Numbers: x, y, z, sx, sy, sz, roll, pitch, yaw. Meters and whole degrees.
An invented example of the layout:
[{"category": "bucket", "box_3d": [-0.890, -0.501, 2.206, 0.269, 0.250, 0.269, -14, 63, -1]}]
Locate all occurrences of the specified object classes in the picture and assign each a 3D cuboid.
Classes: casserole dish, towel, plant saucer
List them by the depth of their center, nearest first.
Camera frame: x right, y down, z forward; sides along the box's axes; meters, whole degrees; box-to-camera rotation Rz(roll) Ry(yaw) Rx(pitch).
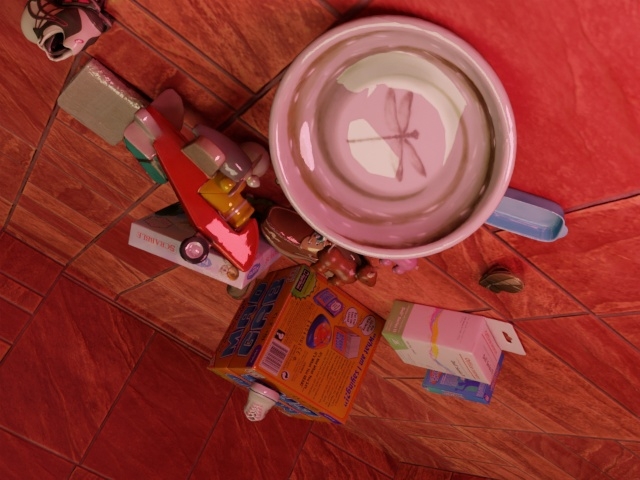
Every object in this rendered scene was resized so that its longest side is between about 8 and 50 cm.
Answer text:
[{"category": "plant saucer", "box_3d": [0.116, -0.166, 1.077, 0.400, 0.100, 0.401, 7, 115, 14]}, {"category": "casserole dish", "box_3d": [0.380, -0.056, 1.247, 0.188, 0.037, 0.114, 19, 155, 15]}, {"category": "towel", "box_3d": [-0.521, -0.328, 1.579, 0.187, 0.049, 0.282, 37, 153, -27]}]

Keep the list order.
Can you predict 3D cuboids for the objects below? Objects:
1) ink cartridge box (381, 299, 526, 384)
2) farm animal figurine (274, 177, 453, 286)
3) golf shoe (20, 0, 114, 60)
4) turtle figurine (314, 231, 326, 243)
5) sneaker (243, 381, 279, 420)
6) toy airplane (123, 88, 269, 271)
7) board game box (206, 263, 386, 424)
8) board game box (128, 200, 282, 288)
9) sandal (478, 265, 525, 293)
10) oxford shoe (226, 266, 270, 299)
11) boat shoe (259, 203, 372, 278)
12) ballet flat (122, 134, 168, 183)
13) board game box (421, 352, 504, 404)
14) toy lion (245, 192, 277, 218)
[{"category": "ink cartridge box", "box_3d": [0.377, 0.294, 1.850, 0.353, 0.119, 0.207, 7, 150, 36]}, {"category": "farm animal figurine", "box_3d": [0.117, -0.071, 1.266, 0.172, 0.330, 0.327, -19, 100, 55]}, {"category": "golf shoe", "box_3d": [-0.542, -0.425, 1.318, 0.272, 0.120, 0.105, 6, 151, 40]}, {"category": "turtle figurine", "box_3d": [0.007, -0.099, 1.442, 0.234, 0.118, 0.175, 78, 167, -74]}, {"category": "sneaker", "box_3d": [-0.182, 0.495, 1.963, 0.094, 0.091, 0.258, 24, 155, 6]}, {"category": "toy airplane", "box_3d": [-0.250, -0.162, 1.449, 0.386, 0.272, 0.384, 54, 164, 39]}, {"category": "board game box", "box_3d": [-0.078, 0.338, 2.100, 0.356, 0.357, 0.356, 36, 154, -20]}, {"category": "board game box", "box_3d": [-0.270, -0.010, 1.695, 0.318, 0.318, 0.066, 20, 113, 12]}, {"category": "sandal", "box_3d": [0.414, 0.086, 1.493, 0.072, 0.049, 0.180, 32, 171, 0]}, {"category": "oxford shoe", "box_3d": [-0.251, 0.085, 2.033, 0.130, 0.123, 0.348, 17, 148, -15]}, {"category": "boat shoe", "box_3d": [0.000, 0.000, 1.656, 0.324, 0.123, 0.120, 30, 152, -28]}, {"category": "ballet flat", "box_3d": [-0.427, -0.228, 1.636, 0.091, 0.077, 0.241, 13, 159, 9]}, {"category": "board game box", "box_3d": [0.424, 0.390, 1.950, 0.210, 0.160, 0.047, 4, 148, 42]}, {"category": "toy lion", "box_3d": [-0.157, -0.084, 1.734, 0.096, 0.034, 0.100, 18, 156, 0]}]
